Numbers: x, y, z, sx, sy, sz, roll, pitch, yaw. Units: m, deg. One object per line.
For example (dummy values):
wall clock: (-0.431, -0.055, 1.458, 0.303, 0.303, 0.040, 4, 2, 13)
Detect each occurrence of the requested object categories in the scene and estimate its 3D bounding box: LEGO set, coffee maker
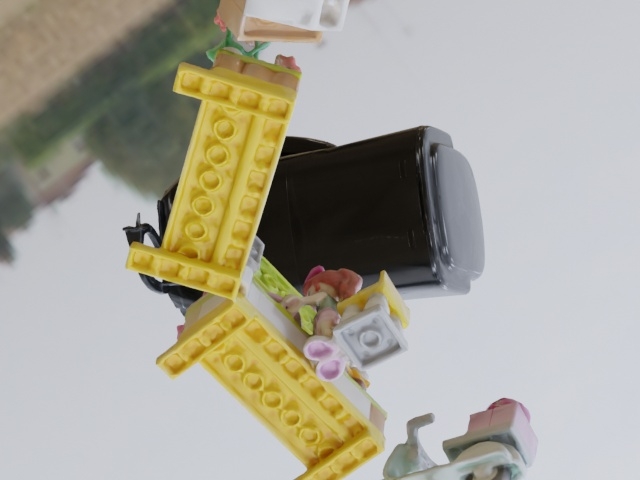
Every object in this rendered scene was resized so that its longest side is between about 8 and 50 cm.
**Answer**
LEGO set: (-0.009, -0.010, 0.769, 0.132, 0.287, 0.107, -15, -155, 13)
coffee maker: (0.000, 0.000, 1.139, 0.178, 0.120, 0.171, -11, -165, 22)
